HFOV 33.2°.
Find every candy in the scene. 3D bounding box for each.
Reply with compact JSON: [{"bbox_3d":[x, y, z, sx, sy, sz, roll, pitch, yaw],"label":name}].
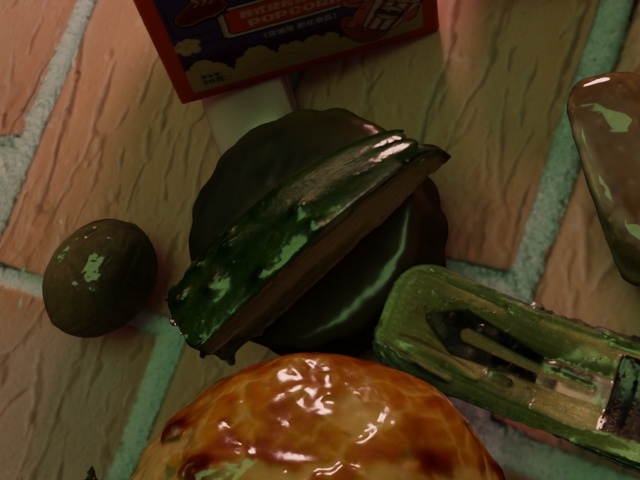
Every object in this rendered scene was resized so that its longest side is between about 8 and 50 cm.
[{"bbox_3d":[0.333,-0.063,1.120,0.102,0.104,0.234,-19,65,21],"label":"candy"}]

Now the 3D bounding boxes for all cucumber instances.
[{"bbox_3d":[-0.022,-0.014,1.086,0.325,0.145,0.105,-40,71,6],"label":"cucumber"}]

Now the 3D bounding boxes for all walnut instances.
[{"bbox_3d":[-0.281,0.048,1.370,0.140,0.140,0.162,32,98,31],"label":"walnut"}]

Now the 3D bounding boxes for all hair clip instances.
[{"bbox_3d":[0.212,0.132,1.093,0.321,0.091,0.138,22,66,6],"label":"hair clip"}]

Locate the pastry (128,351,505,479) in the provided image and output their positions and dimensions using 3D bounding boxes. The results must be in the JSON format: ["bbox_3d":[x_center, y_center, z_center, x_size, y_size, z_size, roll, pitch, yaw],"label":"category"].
[{"bbox_3d":[0.002,0.266,1.009,0.388,0.388,0.313,15,79,30],"label":"pastry"}]

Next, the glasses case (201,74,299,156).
[{"bbox_3d":[-0.105,-0.218,1.410,0.113,0.075,0.297,-25,64,15],"label":"glasses case"}]

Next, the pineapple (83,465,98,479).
[{"bbox_3d":[-0.252,0.427,1.198,0.223,0.223,0.357,-37,42,10],"label":"pineapple"}]

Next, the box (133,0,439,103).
[{"bbox_3d":[-0.065,-0.400,1.298,0.348,0.257,0.319,-15,63,1],"label":"box"}]

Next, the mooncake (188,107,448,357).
[{"bbox_3d":[0.000,0.000,1.232,0.290,0.161,0.290,-8,71,24],"label":"mooncake"}]
